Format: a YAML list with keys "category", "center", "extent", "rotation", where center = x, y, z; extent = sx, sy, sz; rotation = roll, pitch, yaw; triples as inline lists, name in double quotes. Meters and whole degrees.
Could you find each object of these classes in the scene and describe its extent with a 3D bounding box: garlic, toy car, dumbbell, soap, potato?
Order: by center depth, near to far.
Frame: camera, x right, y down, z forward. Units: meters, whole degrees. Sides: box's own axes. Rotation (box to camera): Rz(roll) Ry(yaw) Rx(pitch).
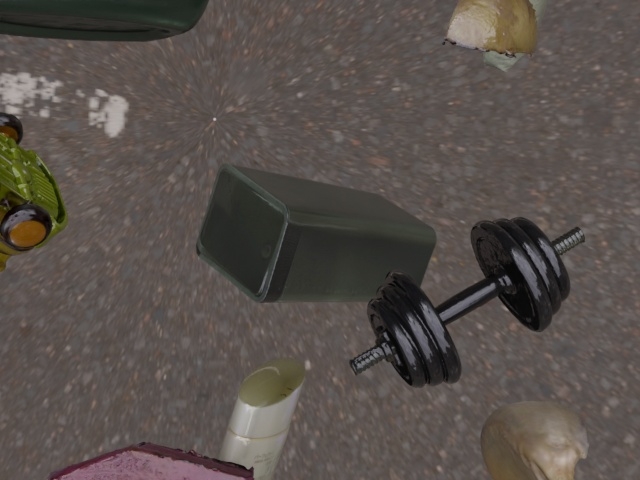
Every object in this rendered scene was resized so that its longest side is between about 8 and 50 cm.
- category: "potato"
  center: [0.091, -0.112, 0.576]
  extent: [0.037, 0.093, 0.036]
  rotation: [15, 106, 16]
- category: "dumbbell"
  center: [0.114, 0.046, 0.894]
  extent: [0.208, 0.099, 0.099]
  rotation: [-29, 98, -9]
- category: "toy car"
  center: [-0.411, -0.067, 1.335]
  extent: [0.142, 0.200, 0.248]
  rotation: [-38, 135, 11]
- category: "soap"
  center: [-0.251, 0.377, 1.651]
  extent: [0.289, 0.112, 0.182]
  rotation: [14, 85, 3]
- category: "garlic"
  center: [0.342, 0.330, 1.741]
  extent: [0.151, 0.338, 0.196]
  rotation: [-10, 76, -7]

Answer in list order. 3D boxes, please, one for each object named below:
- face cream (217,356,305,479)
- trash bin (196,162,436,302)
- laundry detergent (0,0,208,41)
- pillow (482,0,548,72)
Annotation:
- category: "face cream"
  center: [-0.117, 0.357, 1.813]
  extent: [0.081, 0.173, 0.349]
  rotation: [21, 104, 18]
- category: "trash bin"
  center: [0.000, 0.000, 1.419]
  extent: [0.240, 0.164, 0.122]
  rotation: [6, 109, -37]
- category: "laundry detergent"
  center: [-0.111, -0.202, 0.505]
  extent: [0.144, 0.078, 0.222]
  rotation: [-1, 90, -34]
- category: "pillow"
  center: [0.234, -0.298, 1.383]
  extent: [0.077, 0.134, 0.181]
  rotation: [15, 135, 3]
